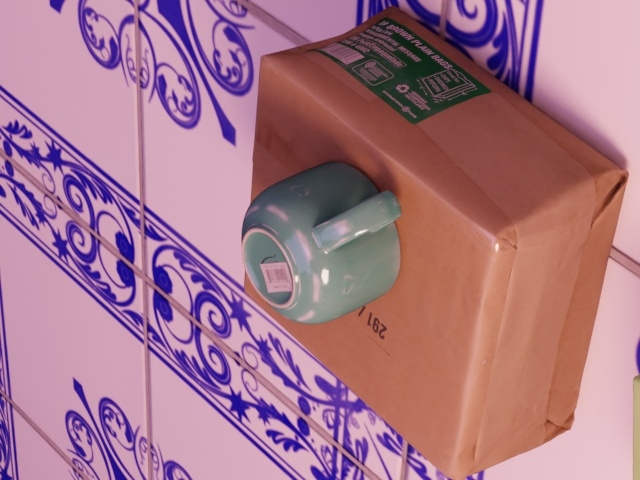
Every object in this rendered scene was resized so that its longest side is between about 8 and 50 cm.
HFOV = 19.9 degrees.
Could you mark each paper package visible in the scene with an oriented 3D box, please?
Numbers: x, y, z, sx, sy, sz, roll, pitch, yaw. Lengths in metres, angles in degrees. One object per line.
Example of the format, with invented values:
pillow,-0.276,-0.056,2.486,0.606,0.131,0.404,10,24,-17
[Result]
paper package,0.096,-0.002,1.673,0.325,0.168,0.310,41,140,35

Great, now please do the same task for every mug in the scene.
mug,-0.006,-0.002,1.572,0.129,0.097,0.158,44,142,30

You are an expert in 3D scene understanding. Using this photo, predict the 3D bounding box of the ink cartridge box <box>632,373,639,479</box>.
ink cartridge box,0.409,0.233,1.414,0.353,0.119,0.207,27,133,45
